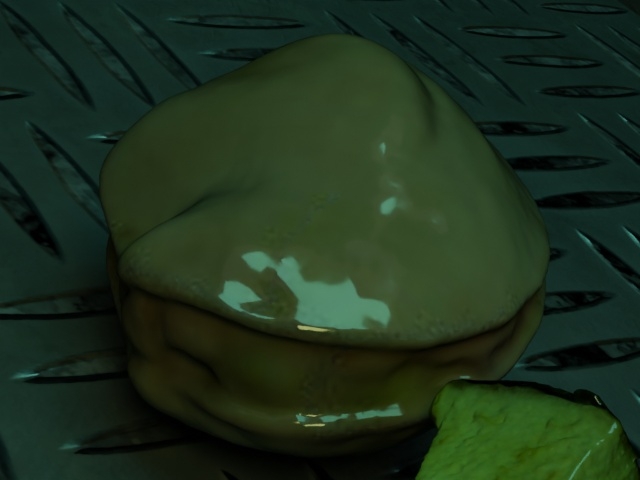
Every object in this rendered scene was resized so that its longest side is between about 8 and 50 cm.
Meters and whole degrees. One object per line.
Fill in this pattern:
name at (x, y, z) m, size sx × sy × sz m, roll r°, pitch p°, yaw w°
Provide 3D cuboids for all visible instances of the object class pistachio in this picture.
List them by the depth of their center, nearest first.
pistachio at (0.000, 0.000, 1.204) m, size 0.365 × 0.281 × 0.445 m, roll 11°, pitch 28°, yaw 10°

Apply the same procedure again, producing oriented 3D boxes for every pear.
pear at (0.099, 0.250, 0.973) m, size 0.164 × 0.238 × 0.255 m, roll 11°, pitch 42°, yaw 38°
